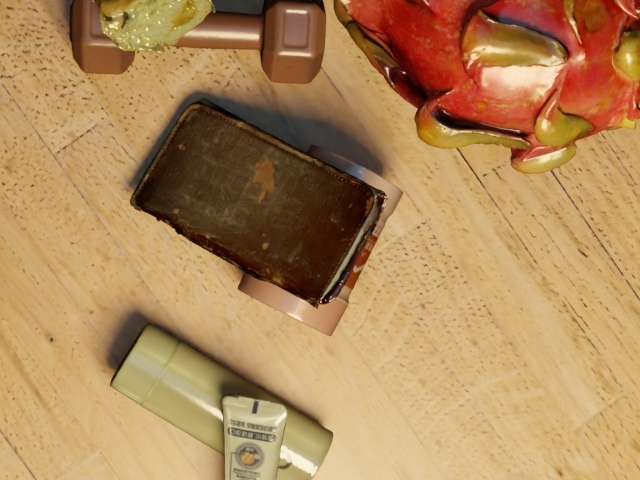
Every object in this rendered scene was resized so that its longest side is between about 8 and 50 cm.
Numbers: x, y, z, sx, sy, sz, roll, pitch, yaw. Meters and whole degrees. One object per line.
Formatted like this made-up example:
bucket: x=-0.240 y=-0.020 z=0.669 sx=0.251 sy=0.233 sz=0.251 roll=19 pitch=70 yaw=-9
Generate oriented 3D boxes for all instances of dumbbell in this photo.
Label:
dumbbell: x=-0.111 y=-0.191 z=1.485 sx=0.230 sy=0.082 sz=0.092 roll=3 pitch=90 yaw=-6

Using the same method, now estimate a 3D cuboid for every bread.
bread: x=-0.163 y=-0.292 z=1.430 sx=0.098 sy=0.087 sz=0.269 roll=-32 pitch=58 yaw=31

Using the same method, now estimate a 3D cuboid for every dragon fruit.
dragon fruit: x=0.154 y=-0.199 z=1.453 sx=0.243 sy=0.227 sz=0.307 roll=-33 pitch=81 yaw=-6

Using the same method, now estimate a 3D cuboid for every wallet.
wallet: x=-0.056 y=-0.035 z=1.459 sx=0.232 sy=0.031 sz=0.122 roll=29 pitch=87 yaw=30

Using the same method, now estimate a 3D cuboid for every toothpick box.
toothpick box: x=0.000 y=0.000 z=1.493 sx=0.098 sy=0.098 sz=0.149 roll=27 pitch=88 yaw=-6

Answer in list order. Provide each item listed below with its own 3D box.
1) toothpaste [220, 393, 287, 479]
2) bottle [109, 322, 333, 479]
toothpaste: x=-0.066 y=0.248 z=1.479 sx=0.062 sy=0.039 sz=0.239 roll=10 pitch=114 yaw=13
bottle: x=-0.090 y=0.155 z=1.500 sx=0.201 sy=0.072 sz=0.072 roll=31 pitch=88 yaw=-6
